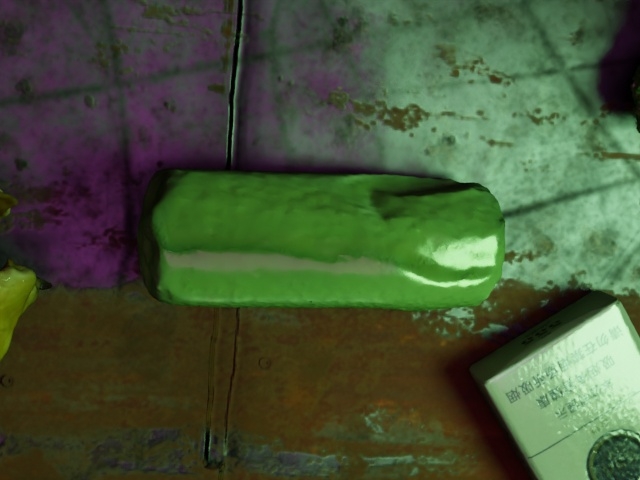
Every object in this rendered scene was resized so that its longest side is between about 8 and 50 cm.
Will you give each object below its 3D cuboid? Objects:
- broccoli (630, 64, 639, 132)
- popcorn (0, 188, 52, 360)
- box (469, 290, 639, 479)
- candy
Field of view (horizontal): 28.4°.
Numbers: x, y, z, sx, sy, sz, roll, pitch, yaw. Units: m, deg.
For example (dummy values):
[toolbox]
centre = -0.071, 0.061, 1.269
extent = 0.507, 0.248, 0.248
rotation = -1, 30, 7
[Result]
[broccoli]
centre = 0.413, -0.108, 1.198
extent = 0.254, 0.186, 0.302
rotation = 40, 119, 8
[popcorn]
centre = -0.368, 0.042, 1.123
extent = 0.190, 0.191, 0.253
rotation = 36, 90, 22
[box]
centre = 0.285, 0.202, 1.298
extent = 0.168, 0.071, 0.259
rotation = -32, 100, -3
[candy]
centre = 0.000, 0.000, 1.192
extent = 0.343, 0.142, 0.132
rotation = 1, 90, -10
